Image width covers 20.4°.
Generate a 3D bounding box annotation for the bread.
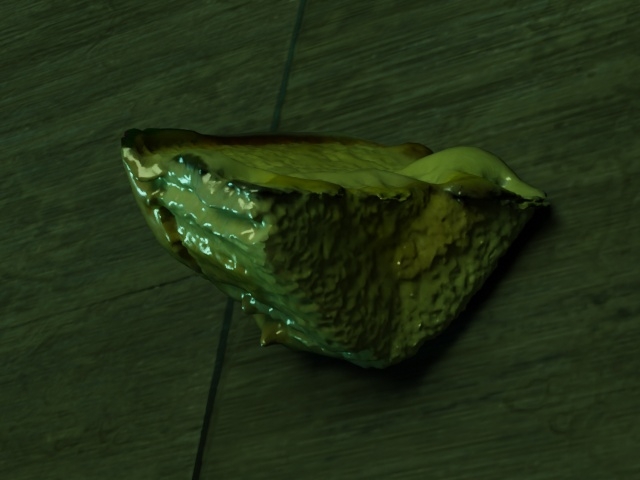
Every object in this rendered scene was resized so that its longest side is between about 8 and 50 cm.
[{"bbox_3d":[0.004,0.007,1.075,0.174,0.251,0.133,17,105,45],"label":"bread"}]
